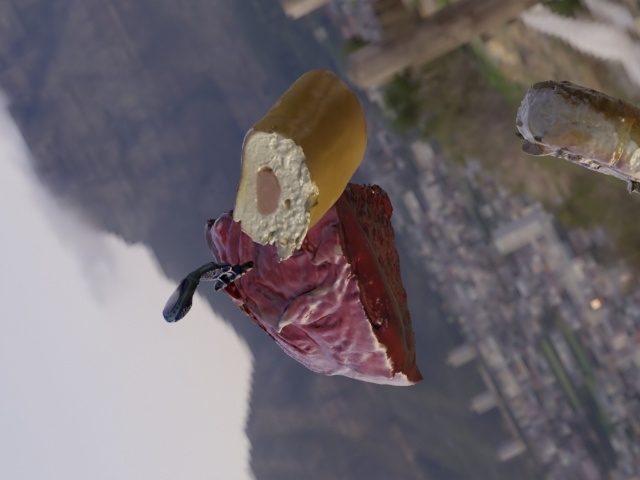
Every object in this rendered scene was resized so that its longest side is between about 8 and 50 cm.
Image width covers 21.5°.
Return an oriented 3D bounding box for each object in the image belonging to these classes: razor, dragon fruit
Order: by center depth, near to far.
[{"bbox_3d":[-0.102,0.039,1.408,0.028,0.044,0.154,56,-159,-1],"label":"razor"},{"bbox_3d":[0.000,0.000,1.922,0.302,0.240,0.330,19,160,10],"label":"dragon fruit"}]

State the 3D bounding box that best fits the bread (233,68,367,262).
[{"bbox_3d":[-0.013,-0.077,1.594,0.173,0.085,0.134,-54,-22,-49],"label":"bread"}]

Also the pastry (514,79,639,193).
[{"bbox_3d":[0.413,-0.154,2.510,0.235,0.121,0.257,19,-177,-35],"label":"pastry"}]
